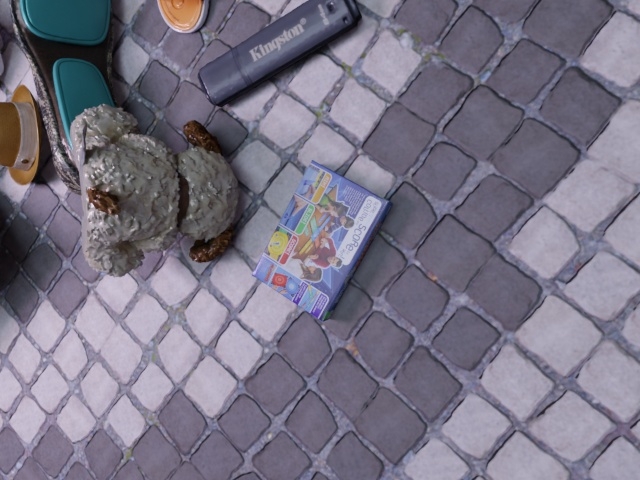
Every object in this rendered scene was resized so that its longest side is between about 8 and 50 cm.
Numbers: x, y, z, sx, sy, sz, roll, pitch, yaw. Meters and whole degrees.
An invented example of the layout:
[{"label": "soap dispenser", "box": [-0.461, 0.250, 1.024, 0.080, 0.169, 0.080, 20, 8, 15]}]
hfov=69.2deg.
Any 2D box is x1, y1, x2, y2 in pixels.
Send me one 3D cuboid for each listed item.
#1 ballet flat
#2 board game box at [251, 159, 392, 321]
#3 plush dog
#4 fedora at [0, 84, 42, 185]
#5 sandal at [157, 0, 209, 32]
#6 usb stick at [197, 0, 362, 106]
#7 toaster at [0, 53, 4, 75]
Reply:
[{"label": "ballet flat", "box": [-0.449, -0.307, 0.816, 0.182, 0.164, 0.483, -16, 84, 45]}, {"label": "board game box", "box": [0.000, 0.000, 0.698, 0.136, 0.035, 0.201, 31, 98, 18]}, {"label": "plush dog", "box": [-0.229, -0.072, 0.690, 0.210, 0.225, 0.263, 10, 105, 56]}, {"label": "fedora", "box": [-0.581, -0.194, 0.854, 0.194, 0.079, 0.194, 4, 96, 42]}, {"label": "sandal", "box": [-0.245, -0.485, 0.758, 0.101, 0.076, 0.265, 6, 105, 17]}, {"label": "usb stick", "box": [-0.070, -0.303, 0.730, 0.278, 0.045, 0.077, -25, 79, 16]}, {"label": "toaster", "box": [-0.722, -0.391, 0.893, 0.146, 0.129, 0.227, 22, 134, 16]}]
